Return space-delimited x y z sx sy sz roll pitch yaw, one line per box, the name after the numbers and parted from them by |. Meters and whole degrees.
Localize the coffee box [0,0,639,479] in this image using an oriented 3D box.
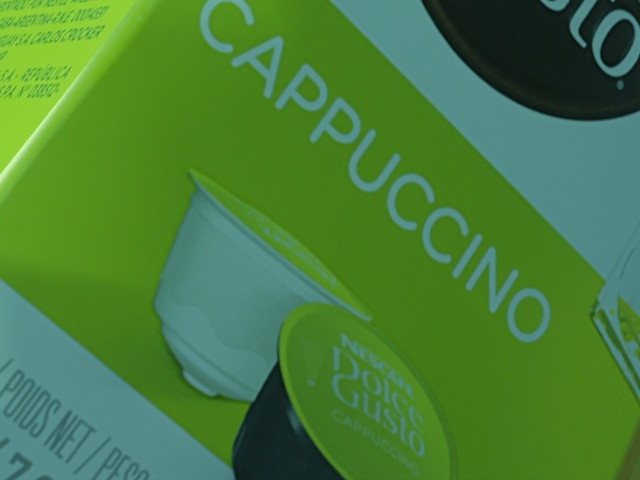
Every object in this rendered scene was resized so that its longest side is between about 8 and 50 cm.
0.000 0.000 0.646 0.334 0.337 0.338 -55 27 -18 | coffee box
